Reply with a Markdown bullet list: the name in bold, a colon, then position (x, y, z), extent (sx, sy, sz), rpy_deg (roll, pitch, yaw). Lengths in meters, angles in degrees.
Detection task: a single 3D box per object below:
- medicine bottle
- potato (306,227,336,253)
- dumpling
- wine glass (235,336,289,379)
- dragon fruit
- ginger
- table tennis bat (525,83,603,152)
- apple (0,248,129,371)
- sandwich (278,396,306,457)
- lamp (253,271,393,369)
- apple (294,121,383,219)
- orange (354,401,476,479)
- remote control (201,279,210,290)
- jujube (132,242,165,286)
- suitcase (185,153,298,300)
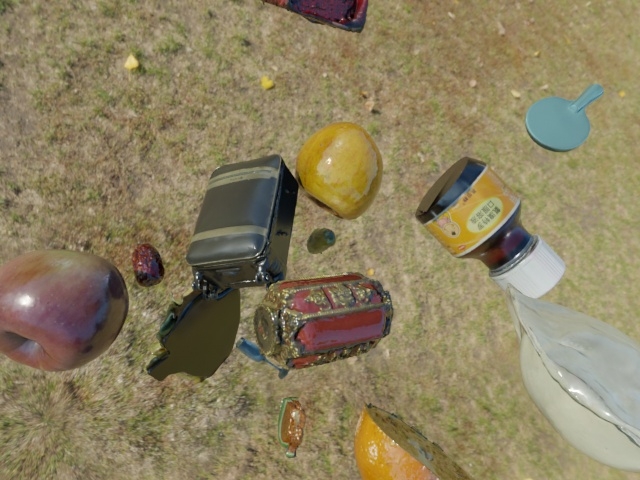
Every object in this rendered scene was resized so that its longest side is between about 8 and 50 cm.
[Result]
- **medicine bottle**: position (0.471, -0.024, 1.239), extent (0.395, 0.242, 0.242), rpy_deg (40, 55, 0)
- **potato**: position (0.000, 0.000, 1.834), extent (0.085, 0.188, 0.105), rpy_deg (5, 82, -27)
- **dumpling**: position (0.382, 0.198, 0.649), extent (0.260, 0.181, 0.341), rpy_deg (27, 47, -55)
- **wine glass**: position (-0.249, 0.489, 1.918), extent (0.262, 0.074, 0.074), rpy_deg (40, 55, -22)
- **dragon fruit**: position (0.002, -0.364, 0.593), extent (0.121, 0.161, 0.127), rpy_deg (-3, 40, -36)
- **ginger**: position (-0.468, 0.305, 1.550), extent (0.358, 0.211, 0.413), rpy_deg (10, 102, -59)
- **table tennis bat**: position (0.599, -0.306, 1.106), extent (0.237, 0.038, 0.149), rpy_deg (-40, 74, -13)
- **apple**: position (-0.592, 0.148, 1.026), extent (0.306, 0.306, 0.235), rpy_deg (32, 41, -17)
- **sandwich**: position (-0.124, 0.766, 1.881), extent (0.079, 0.159, 0.235), rpy_deg (13, 70, -17)
- **lamp**: position (0.009, 0.151, 0.885), extent (0.274, 0.177, 0.177), rpy_deg (-7, 75, -31)
- **apple**: position (0.066, -0.229, 1.489), extent (0.299, 0.299, 0.275), rpy_deg (37, 80, -14)
- **orange**: position (0.228, 0.510, 1.021), extent (0.310, 0.274, 0.274), rpy_deg (2, 65, 8)
- **remote control**: position (-0.471, 0.094, 1.954), extent (0.145, 0.398, 0.062), rpy_deg (0, 28, -15)
- **jujube**: position (-0.457, 0.063, 1.209), extent (0.077, 0.077, 0.129), rpy_deg (-1, 49, -31)
- **suitcase**: position (-0.226, -0.052, 1.342), extent (0.194, 0.283, 0.433), rpy_deg (55, 34, -48)
